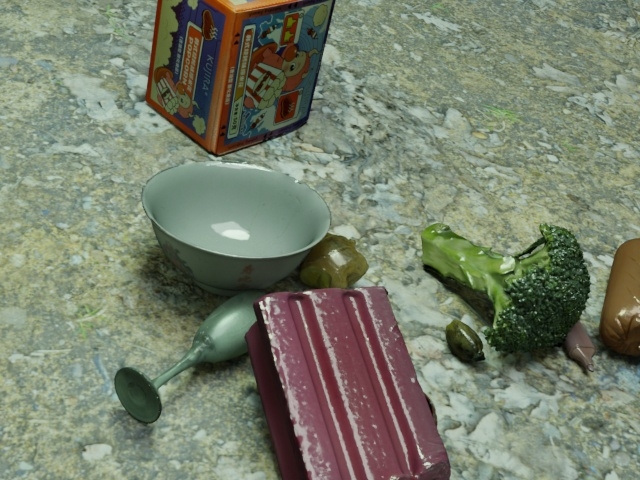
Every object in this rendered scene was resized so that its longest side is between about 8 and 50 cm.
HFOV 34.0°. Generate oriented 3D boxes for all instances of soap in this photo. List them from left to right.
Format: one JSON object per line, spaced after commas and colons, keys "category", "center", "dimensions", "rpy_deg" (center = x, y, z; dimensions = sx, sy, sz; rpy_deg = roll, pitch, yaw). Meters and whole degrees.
{"category": "soap", "center": [0.037, 0.247, 1.605], "dimensions": [0.233, 0.128, 0.359], "rpy_deg": [-3, 52, -20]}

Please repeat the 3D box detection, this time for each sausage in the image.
{"category": "sausage", "center": [0.624, 0.111, 2.063], "dimensions": [0.121, 0.121, 0.304], "rpy_deg": [21, 38, 9]}

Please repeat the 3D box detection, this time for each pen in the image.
{"category": "pen", "center": [0.484, 0.183, 1.992], "dimensions": [0.053, 0.032, 0.197], "rpy_deg": [6, 34, -13]}

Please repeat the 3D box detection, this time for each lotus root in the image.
{"category": "lotus root", "center": [0.262, 0.184, 1.892], "dimensions": [0.049, 0.054, 0.099], "rpy_deg": [-4, 38, -34]}

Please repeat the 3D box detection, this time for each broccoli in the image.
{"category": "broccoli", "center": [0.356, 0.056, 1.992], "dimensions": [0.252, 0.221, 0.361], "rpy_deg": [-30, 40, -4]}

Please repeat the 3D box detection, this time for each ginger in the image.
{"category": "ginger", "center": [0.000, 0.000, 2.032], "dimensions": [0.131, 0.086, 0.294], "rpy_deg": [-18, 37, -5]}

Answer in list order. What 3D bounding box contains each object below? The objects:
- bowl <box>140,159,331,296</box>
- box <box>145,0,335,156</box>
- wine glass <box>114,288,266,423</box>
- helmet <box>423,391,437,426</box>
{"category": "bowl", "center": [-0.160, 0.000, 1.895], "dimensions": [0.345, 0.157, 0.345], "rpy_deg": [8, 30, -4]}
{"category": "box", "center": [-0.174, -0.427, 2.316], "dimensions": [0.257, 0.349, 0.318], "rpy_deg": [37, 40, 28]}
{"category": "wine glass", "center": [-0.138, 0.243, 1.696], "dimensions": [0.264, 0.096, 0.309], "rpy_deg": [50, 43, 7]}
{"category": "helmet", "center": [0.151, 0.297, 1.701], "dimensions": [0.089, 0.057, 0.111], "rpy_deg": [-26, 54, 3]}
